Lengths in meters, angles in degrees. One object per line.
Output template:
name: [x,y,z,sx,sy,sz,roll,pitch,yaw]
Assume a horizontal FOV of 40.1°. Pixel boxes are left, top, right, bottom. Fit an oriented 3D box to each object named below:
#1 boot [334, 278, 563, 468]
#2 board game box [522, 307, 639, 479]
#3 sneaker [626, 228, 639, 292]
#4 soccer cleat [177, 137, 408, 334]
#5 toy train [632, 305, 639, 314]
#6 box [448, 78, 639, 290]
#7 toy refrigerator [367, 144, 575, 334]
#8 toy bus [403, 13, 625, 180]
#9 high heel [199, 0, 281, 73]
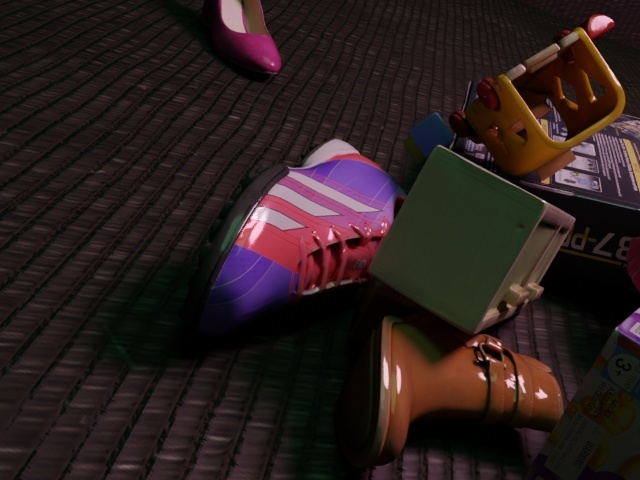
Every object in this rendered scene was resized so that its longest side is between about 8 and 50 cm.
boot: [0.094,0.103,0.598,0.152,0.073,0.197,25,28,-5]
board game box: [0.291,0.168,0.544,0.275,0.144,0.142,34,29,25]
sneaker: [0.332,0.080,0.734,0.111,0.103,0.252,24,53,-10]
soccer cleat: [0.000,0.000,0.685,0.116,0.109,0.318,31,24,8]
toy train: [0.329,0.074,0.877,0.027,0.036,0.158,34,28,21]
box: [0.306,-0.074,1.018,0.318,0.097,0.395,12,24,7]
toy refrigerator: [0.136,0.003,0.698,0.094,0.102,0.269,31,9,17]
toy bus: [0.197,-0.111,0.819,0.104,0.191,0.202,57,37,3]
high heel: [-0.099,-0.314,1.186,0.082,0.117,0.244,8,29,-27]
